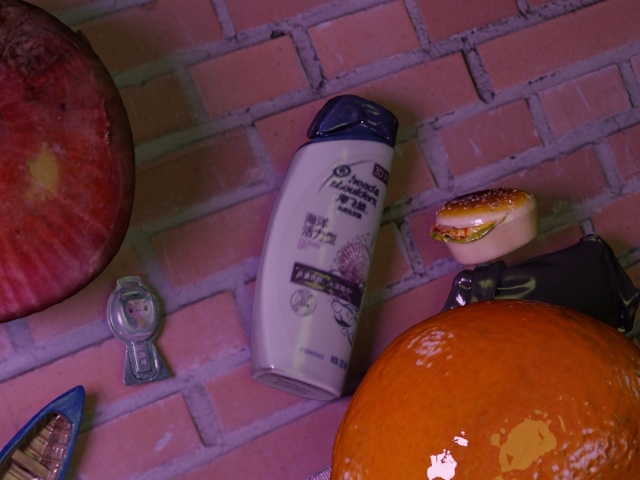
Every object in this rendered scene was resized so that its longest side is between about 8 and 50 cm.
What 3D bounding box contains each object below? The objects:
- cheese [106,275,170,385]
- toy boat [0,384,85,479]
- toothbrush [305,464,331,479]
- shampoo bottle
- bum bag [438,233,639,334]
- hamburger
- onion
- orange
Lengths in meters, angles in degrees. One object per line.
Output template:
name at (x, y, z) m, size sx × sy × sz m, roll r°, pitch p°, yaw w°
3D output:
cheese at (-0.204, 0.099, 1.964) m, size 0.067 × 0.026 × 0.120 m, roll -8°, pitch 84°, yaw -31°
toy boat at (-0.314, 0.249, 1.855) m, size 0.080 × 0.046 × 0.229 m, roll 37°, pitch 63°, yaw -18°
toothbrush at (0.084, 0.242, 2.111) m, size 0.257 × 0.018 × 0.024 m, roll -24°, pitch 86°, yaw -32°
shampoo bottle at (0.000, 0.000, 2.078) m, size 0.134 × 0.078 × 0.359 m, roll 21°, pitch 70°, yaw -22°
bum bag at (0.275, 0.074, 2.231) m, size 0.326 × 0.080 × 0.142 m, roll -9°, pitch 91°, yaw -35°
hamburger at (0.202, -0.022, 2.178) m, size 0.141 × 0.126 × 0.081 m, roll -24°, pitch 101°, yaw -11°
onion at (-0.357, -0.086, 1.773) m, size 0.354 × 0.354 × 0.353 m, roll 7°, pitch 76°, yaw -29°
orange at (0.199, 0.260, 1.983) m, size 0.424 × 0.326 × 0.424 m, roll -17°, pitch 120°, yaw -31°
